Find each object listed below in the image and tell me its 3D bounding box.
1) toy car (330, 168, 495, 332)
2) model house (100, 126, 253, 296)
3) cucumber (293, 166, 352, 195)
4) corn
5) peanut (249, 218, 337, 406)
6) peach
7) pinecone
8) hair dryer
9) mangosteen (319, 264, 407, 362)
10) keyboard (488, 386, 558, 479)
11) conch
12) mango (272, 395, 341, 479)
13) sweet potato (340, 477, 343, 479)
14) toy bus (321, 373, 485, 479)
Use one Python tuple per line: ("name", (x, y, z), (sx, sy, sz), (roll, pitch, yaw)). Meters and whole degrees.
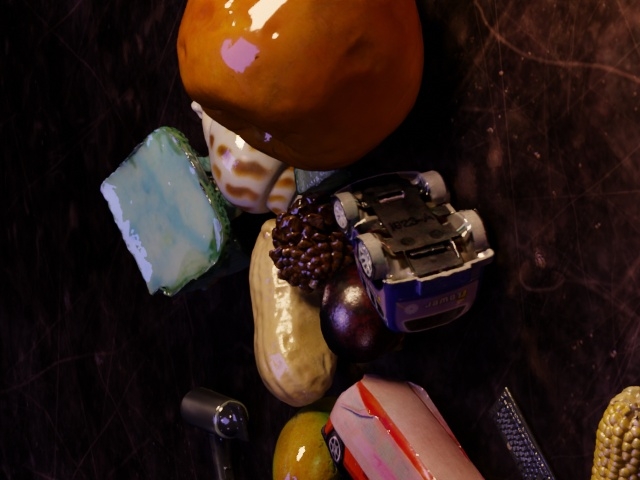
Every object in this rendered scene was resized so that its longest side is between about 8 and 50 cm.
("toy car", (0.116, 0.013, 1.788), (0.235, 0.172, 0.158), (-121, 24, -45))
("model house", (-0.196, -0.049, 2.280), (0.226, 0.241, 0.261), (-38, 71, 34))
("cucumber", (0.009, -0.136, 2.042), (0.116, 0.062, 0.115), (-13, 85, 53))
("corn", (0.349, 0.289, 1.487), (0.091, 0.091, 0.260), (34, 128, 50))
("peanut", (-0.042, 0.115, 2.093), (0.147, 0.147, 0.319), (132, 136, -52))
("peach", (-0.016, -0.271, 1.800), (0.342, 0.342, 0.302), (13, 71, 59))
("pinecone", (0.000, 0.000, 1.995), (0.173, 0.173, 0.174), (15, 108, 59))
("hair dryer", (-0.172, 0.410, 2.457), (0.195, 0.078, 0.248), (8, 111, 59))
("mangosteen", (0.071, 0.107, 1.906), (0.152, 0.152, 0.152), (15, 108, 59))
("keyboard", (0.273, 0.288, 1.697), (0.198, 0.010, 0.064), (64, 147, 32))
("conch", (-0.103, -0.136, 2.157), (0.148, 0.183, 0.275), (-25, 82, 18))
("mango", (-0.012, 0.324, 2.032), (0.125, 0.111, 0.233), (-38, 18, 39))
("sweet potato", (0.011, 0.382, 2.129), (0.255, 0.058, 0.078), (-9, 71, 63))
("toy bus", (0.120, 0.319, 1.858), (0.303, 0.127, 0.147), (53, 132, 45))
